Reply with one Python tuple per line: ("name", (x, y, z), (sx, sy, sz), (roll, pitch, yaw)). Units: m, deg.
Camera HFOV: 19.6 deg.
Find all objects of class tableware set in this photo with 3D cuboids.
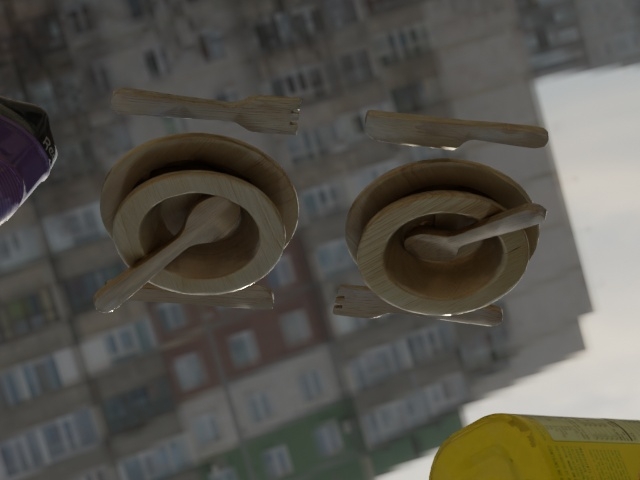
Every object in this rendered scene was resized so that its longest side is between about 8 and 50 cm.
("tableware set", (0.000, 0.000, 0.804), (0.194, 0.128, 0.039), (5, -135, -3))

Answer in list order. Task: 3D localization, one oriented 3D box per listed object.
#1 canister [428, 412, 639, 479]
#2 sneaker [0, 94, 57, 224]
("canister", (0.134, 0.136, 0.809), (0.170, 0.126, 0.073), (8, 147, -45))
("sneaker", (-0.311, -0.103, 1.270), (0.124, 0.283, 0.107), (-49, 169, -38))
